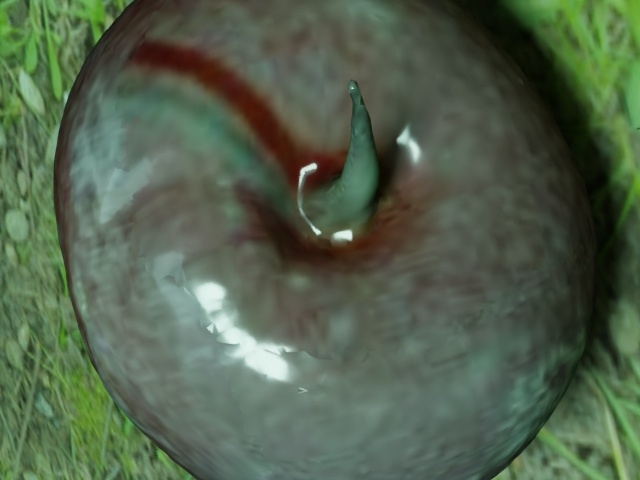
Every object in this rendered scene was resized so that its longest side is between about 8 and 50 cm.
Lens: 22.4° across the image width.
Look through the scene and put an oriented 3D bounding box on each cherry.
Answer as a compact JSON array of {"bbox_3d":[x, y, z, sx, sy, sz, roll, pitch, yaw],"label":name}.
[{"bbox_3d":[0.000,0.000,0.658,0.285,0.212,0.236,114,151,-66],"label":"cherry"}]
